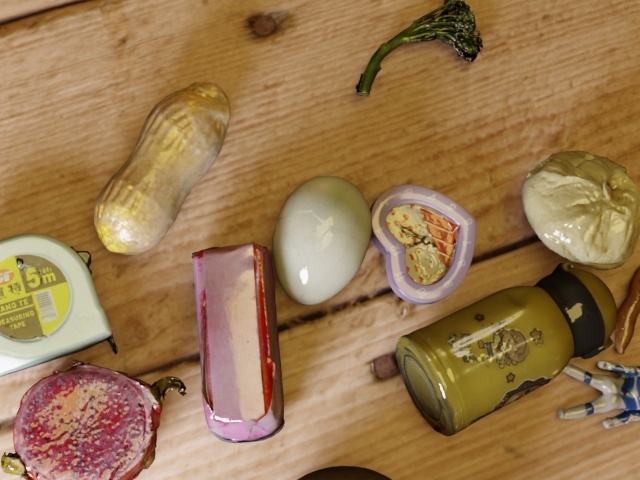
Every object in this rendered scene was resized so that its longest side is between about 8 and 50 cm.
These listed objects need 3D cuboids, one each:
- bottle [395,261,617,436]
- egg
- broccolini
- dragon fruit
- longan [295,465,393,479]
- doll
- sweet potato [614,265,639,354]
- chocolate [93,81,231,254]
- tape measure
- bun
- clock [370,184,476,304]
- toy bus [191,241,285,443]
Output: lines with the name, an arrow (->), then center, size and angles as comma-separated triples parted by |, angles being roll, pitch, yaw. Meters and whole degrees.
bottle -> 0.309, 0.160, 1.793 | 0.351, 0.171, 0.172 | -24, 84, -13
egg -> 0.000, 0.000, 1.781 | 0.151, 0.151, 0.209 | 19, 78, -6
broccolini -> 0.173, -0.307, 1.919 | 0.271, 0.062, 0.123 | -40, 73, -20
dragon fruit -> -0.331, 0.289, 1.681 | 0.282, 0.147, 0.211 | -24, 75, -17
longan -> 0.032, 0.451, 1.659 | 0.258, 0.258, 0.258 | 2, 79, -10
doll -> 0.504, 0.255, 1.871 | 0.227, 0.057, 0.114 | 1, 72, -1
sweet potato -> 0.527, 0.107, 1.910 | 0.044, 0.044, 0.179 | 23, 76, -5
chocolate -> -0.248, -0.115, 1.775 | 0.134, 0.134, 0.309 | 32, 79, -2
tape measure -> -0.498, 0.122, 1.694 | 0.351, 0.098, 0.215 | -18, 85, -16
bun -> 0.438, -0.059, 1.850 | 0.220, 0.134, 0.221 | 18, 49, -22
clock -> 0.173, 0.001, 1.856 | 0.172, 0.064, 0.198 | -22, 84, -13
toy bus -> -0.127, 0.155, 1.732 | 0.127, 0.147, 0.303 | -5, 79, 0
